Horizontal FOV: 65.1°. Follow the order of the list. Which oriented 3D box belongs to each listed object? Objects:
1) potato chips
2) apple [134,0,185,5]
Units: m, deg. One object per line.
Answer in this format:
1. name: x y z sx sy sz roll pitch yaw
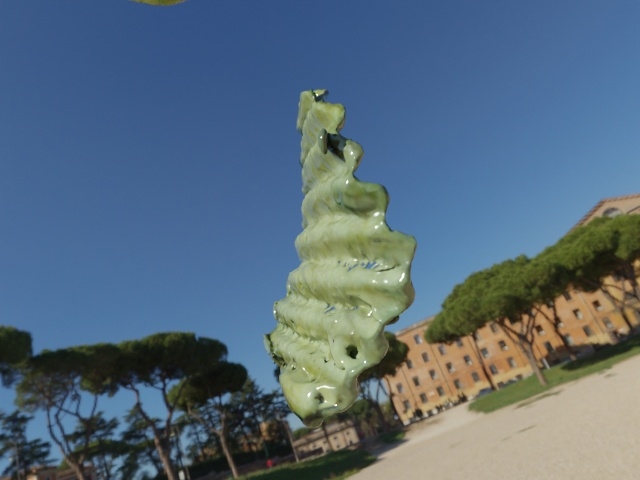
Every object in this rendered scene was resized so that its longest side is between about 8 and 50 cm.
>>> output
1. potato chips: 0.000 0.004 0.637 0.097 0.389 0.374 4 -72 -14
2. apple: -0.254 -0.479 0.622 0.339 0.340 0.340 -18 -22 -8
